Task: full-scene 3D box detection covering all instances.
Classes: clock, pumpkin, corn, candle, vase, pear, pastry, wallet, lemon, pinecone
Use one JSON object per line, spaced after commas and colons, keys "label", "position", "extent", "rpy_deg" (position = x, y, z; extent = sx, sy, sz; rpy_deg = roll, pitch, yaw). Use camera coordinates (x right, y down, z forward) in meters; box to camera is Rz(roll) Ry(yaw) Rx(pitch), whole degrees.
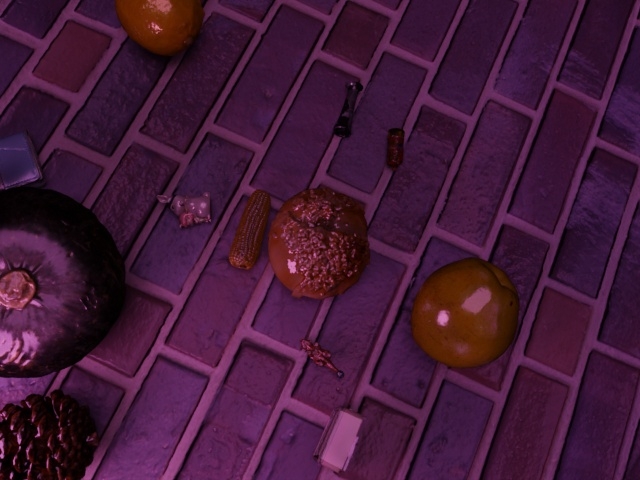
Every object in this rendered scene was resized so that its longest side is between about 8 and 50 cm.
{"label": "clock", "position": [0.046, 0.488, 1.484], "extent": [0.071, 0.192, 0.147], "rpy_deg": [25, 74, 3]}
{"label": "pumpkin", "position": [-0.695, 0.098, 1.438], "extent": [0.453, 0.344, 0.455], "rpy_deg": [0, 89, -13]}
{"label": "corn", "position": [-0.190, -0.029, 1.666], "extent": [0.080, 0.080, 0.231], "rpy_deg": [17, 71, -1]}
{"label": "candle", "position": [0.222, -0.267, 1.789], "extent": [0.051, 0.052, 0.131], "rpy_deg": [8, 74, -4]}
{"label": "vase", "position": [0.083, -0.396, 1.806], "extent": [0.059, 0.059, 0.167], "rpy_deg": [15, 73, -2]}
{"label": "pear", "position": [0.371, 0.192, 1.561], "extent": [0.294, 0.294, 0.295], "rpy_deg": [2, 74, -6]}
{"label": "pastry", "position": [0.000, 0.000, 1.620], "extent": [0.284, 0.184, 0.316], "rpy_deg": [9, 74, -3]}
{"label": "wallet", "position": [-0.896, -0.186, 1.633], "extent": [0.250, 0.075, 0.176], "rpy_deg": [-21, 79, -13]}
{"label": "lemon", "position": [-0.467, -0.665, 1.737], "extent": [0.233, 0.233, 0.288], "rpy_deg": [-41, 74, -15]}
{"label": "pinecone", "position": [-0.652, 0.465, 1.406], "extent": [0.272, 0.224, 0.224], "rpy_deg": [2, 74, 7]}

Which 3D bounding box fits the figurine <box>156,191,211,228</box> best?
{"label": "figurine", "position": [-0.375, -0.084, 1.657], "extent": [0.146, 0.081, 0.098], "rpy_deg": [-2, 75, -7]}

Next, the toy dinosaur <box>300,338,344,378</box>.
{"label": "toy dinosaur", "position": [0.002, 0.312, 1.598], "extent": [0.154, 0.055, 0.049], "rpy_deg": [40, 71, 14]}
